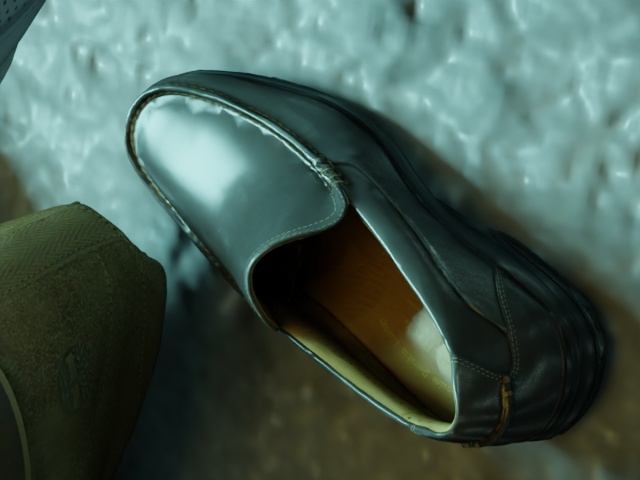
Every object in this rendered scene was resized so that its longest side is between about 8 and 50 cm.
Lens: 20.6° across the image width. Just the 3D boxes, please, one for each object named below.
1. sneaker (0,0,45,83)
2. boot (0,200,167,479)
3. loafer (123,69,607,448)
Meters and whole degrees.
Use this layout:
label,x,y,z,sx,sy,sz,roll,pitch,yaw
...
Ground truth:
label,x,y,z,sx,sy,sz,roll,pitch,yaw
sneaker,-0.008,-0.158,0.272,0.210,0.137,0.366,29,110,33
boot,-0.111,0.117,0.583,0.112,0.115,0.305,33,132,17
loafer,0.000,0.000,0.499,0.170,0.061,0.062,32,114,29
